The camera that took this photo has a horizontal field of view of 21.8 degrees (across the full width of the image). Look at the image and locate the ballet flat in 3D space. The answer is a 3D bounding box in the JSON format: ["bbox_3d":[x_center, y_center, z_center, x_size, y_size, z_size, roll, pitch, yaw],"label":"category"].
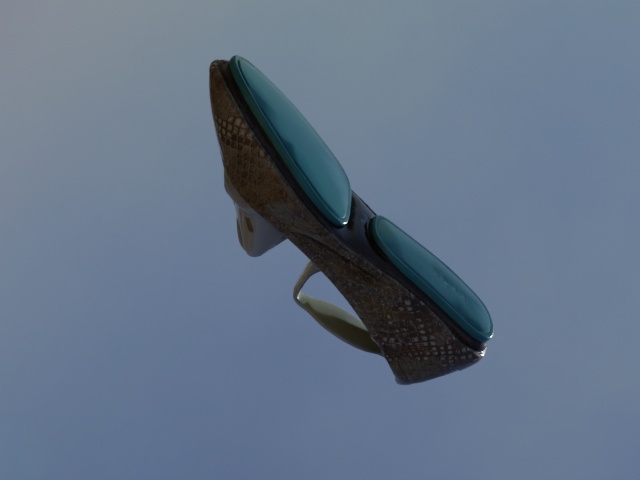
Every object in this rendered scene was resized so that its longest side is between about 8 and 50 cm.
[{"bbox_3d":[0.000,0.000,0.829,0.067,0.206,0.073,-37,-165,22],"label":"ballet flat"}]
